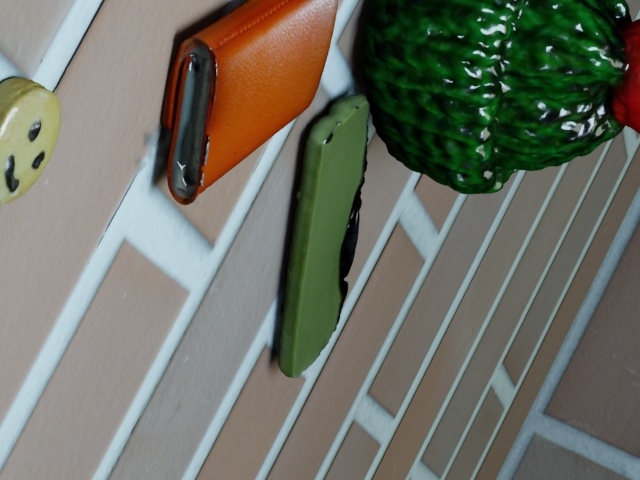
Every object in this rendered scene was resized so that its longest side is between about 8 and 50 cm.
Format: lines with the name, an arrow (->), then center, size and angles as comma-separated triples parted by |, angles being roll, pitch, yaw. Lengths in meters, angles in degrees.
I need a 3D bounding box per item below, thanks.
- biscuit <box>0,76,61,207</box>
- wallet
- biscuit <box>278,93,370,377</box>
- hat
biscuit -> -0.232, -0.016, 1.194 | 0.234, 0.030, 0.153 | -50, 159, -39
wallet -> -0.055, -0.129, 1.527 | 0.204, 0.045, 0.142 | -43, 150, -52
biscuit -> 0.000, 0.000, 1.871 | 0.099, 0.038, 0.322 | -44, 153, -41
hat -> 0.213, -0.152, 1.792 | 0.242, 0.332, 0.274 | -65, 160, -16
